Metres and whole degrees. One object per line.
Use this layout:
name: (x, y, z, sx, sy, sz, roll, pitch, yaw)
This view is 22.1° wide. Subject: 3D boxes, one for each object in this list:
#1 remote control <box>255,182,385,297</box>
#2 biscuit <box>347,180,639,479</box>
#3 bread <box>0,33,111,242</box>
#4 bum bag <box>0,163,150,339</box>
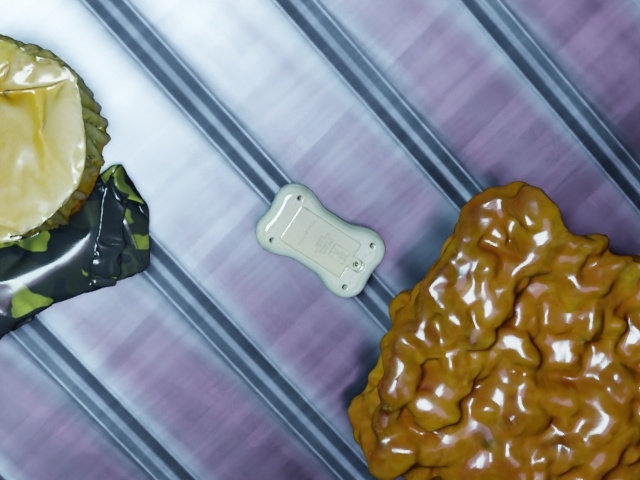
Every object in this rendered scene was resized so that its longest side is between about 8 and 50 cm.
remote control: (0.000, 0.000, 1.575, 0.122, 0.032, 0.074, 34, 94, -12)
biscuit: (0.210, 0.133, 1.588, 0.312, 0.110, 0.318, 30, 95, -13)
bread: (-0.332, -0.080, 1.446, 0.288, 0.156, 0.204, -5, 81, 0)
bum bag: (-0.265, 0.020, 1.530, 0.232, 0.060, 0.107, -27, 93, -4)
